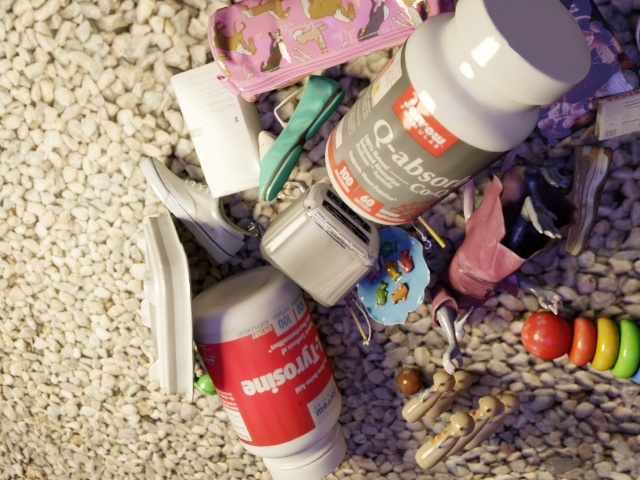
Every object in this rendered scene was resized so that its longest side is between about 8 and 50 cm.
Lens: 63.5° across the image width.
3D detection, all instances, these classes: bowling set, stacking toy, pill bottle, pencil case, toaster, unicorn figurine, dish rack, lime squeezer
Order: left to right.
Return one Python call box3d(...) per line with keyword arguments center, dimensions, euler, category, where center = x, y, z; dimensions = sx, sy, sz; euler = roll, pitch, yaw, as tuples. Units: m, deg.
box3d(center=(-0.300, 0.113, 0.981), dimensions=(0.072, 0.333, 0.286), euler=(-5, 113, -21), category="dish rack")
box3d(center=(-0.252, 0.297, 1.188), dimensions=(0.110, 0.059, 0.310), euler=(-29, 102, -10), category="lime squeezer")
box3d(center=(-0.092, 0.273, 1.039), dimensions=(0.229, 0.229, 0.408), euler=(-15, 106, 17), category="pill bottle")
box3d(center=(-0.032, -0.066, 1.000), dimensions=(0.111, 0.060, 0.162), euler=(20, 127, -5), category="unicorn figurine")
box3d(center=(0.000, 0.000, 0.927), dimensions=(0.227, 0.129, 0.146), euler=(41, 119, -13), category="toaster")
box3d(center=(0.015, -0.347, 0.822), dimensions=(0.386, 0.167, 0.160), euler=(-12, 114, 17), category="pencil case")
box3d(center=(0.172, -0.184, 0.744), dimensions=(0.210, 0.210, 0.363), euler=(41, 145, -4), category="pill bottle")
box3d(center=(0.246, 0.305, 1.011), dimensions=(0.154, 0.287, 0.200), euler=(-49, 60, 17), category="bowling set")
box3d(center=(0.539, 0.191, 0.937), dimensions=(0.330, 0.141, 0.141), euler=(9, 112, 17), category="stacking toy")

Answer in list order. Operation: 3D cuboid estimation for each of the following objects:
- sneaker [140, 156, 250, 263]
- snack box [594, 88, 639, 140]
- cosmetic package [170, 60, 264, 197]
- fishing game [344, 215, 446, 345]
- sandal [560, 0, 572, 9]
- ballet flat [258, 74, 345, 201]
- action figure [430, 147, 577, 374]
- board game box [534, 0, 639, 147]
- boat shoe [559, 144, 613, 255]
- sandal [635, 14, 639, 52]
box3d(center=(-0.244, -0.076, 1.032), dimensions=(0.091, 0.094, 0.258), euler=(-40, 101, 1), category="sneaker")
box3d(center=(0.525, -0.210, 0.808), dimensions=(0.178, 0.022, 0.064), euler=(-14, 129, 5), category="snack box")
box3d(center=(-0.174, -0.206, 0.960), dimensions=(0.117, 0.085, 0.231), euler=(-13, 105, 17), category="cosmetic package")
box3d(center=(0.121, 0.066, 0.954), dimensions=(0.041, 0.189, 0.264), euler=(8, 130, -36), category="fishing game")
box3d(center=(0.311, -0.305, 0.792), dimensions=(0.067, 0.040, 0.179), euler=(33, 113, -1), category="sandal")
box3d(center=(-0.057, -0.188, 0.919), dimensions=(0.087, 0.083, 0.247), euler=(35, 90, 7), category="ballet flat")
box3d(center=(0.265, 0.043, 0.899), dimensions=(0.276, 0.248, 0.370), euler=(56, 145, 26), category="action figure")
box3d(center=(0.373, -0.295, 0.829), dimensions=(0.165, 0.042, 0.243), euler=(-35, 99, 22), category="board game box")
box3d(center=(0.440, -0.070, 0.892), dimensions=(0.072, 0.068, 0.190), euler=(13, 103, 21), category="boat shoe")
box3d(center=(0.601, -0.348, 0.740), dimensions=(0.265, 0.076, 0.102), euler=(-19, 105, 18), category="sandal")
